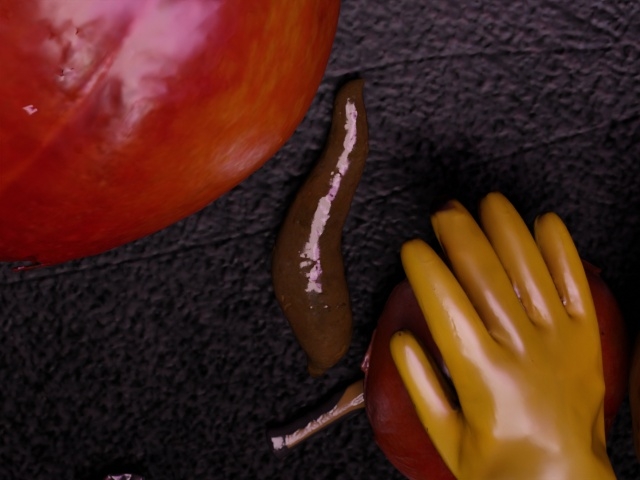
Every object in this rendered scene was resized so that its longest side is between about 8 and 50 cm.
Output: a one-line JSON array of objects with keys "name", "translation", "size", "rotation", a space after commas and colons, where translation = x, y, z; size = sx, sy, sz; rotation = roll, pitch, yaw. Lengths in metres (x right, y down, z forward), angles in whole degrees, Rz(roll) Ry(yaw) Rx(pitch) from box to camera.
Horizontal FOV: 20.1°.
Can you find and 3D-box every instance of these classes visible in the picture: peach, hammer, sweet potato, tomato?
[{"name": "peach", "translation": [-0.167, -0.148, 1.151], "size": [0.370, 0.370, 0.370], "rotation": [-1, 112, -3]}, {"name": "hammer", "translation": [0.045, 0.118, 1.442], "size": [0.201, 0.021, 0.078], "rotation": [-33, 110, 10]}, {"name": "sweet potato", "translation": [-0.002, -0.002, 1.374], "size": [0.069, 0.059, 0.249], "rotation": [-4, 110, -23]}, {"name": "tomato", "translation": [0.145, 0.108, 1.394], "size": [0.225, 0.085, 0.225], "rotation": [-3, 106, -10]}]

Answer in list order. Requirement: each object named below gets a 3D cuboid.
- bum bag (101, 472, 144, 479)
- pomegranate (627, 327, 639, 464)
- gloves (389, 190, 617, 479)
[{"name": "bum bag", "translation": [-0.170, 0.243, 1.474], "size": [0.058, 0.034, 0.124], "rotation": [-2, 113, -12]}, {"name": "pomegranate", "translation": [0.372, 0.099, 1.285], "size": [0.342, 0.342, 0.342], "rotation": [-1, 112, -3]}, {"name": "gloves", "translation": [0.145, 0.102, 1.310], "size": [0.133, 0.116, 0.294], "rotation": [-24, 99, -35]}]
